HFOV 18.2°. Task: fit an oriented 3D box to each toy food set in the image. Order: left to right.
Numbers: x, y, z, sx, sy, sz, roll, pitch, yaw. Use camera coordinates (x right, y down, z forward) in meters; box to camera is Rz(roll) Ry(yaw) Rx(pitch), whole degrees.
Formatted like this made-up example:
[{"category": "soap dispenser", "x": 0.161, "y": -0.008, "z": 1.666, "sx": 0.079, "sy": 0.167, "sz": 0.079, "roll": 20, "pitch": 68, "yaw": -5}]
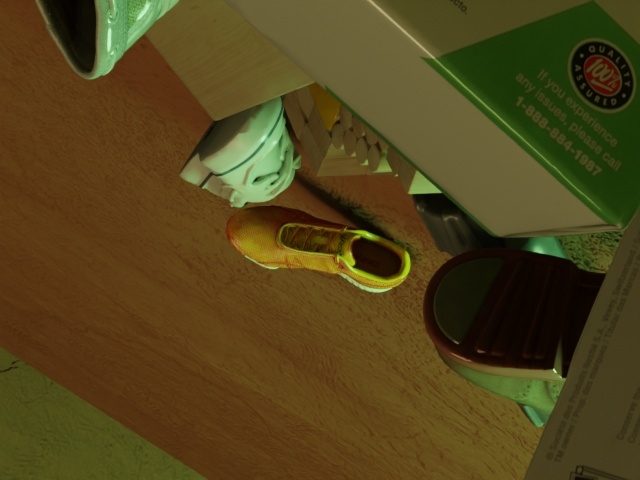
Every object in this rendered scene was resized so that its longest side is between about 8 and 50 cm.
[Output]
[{"category": "toy food set", "x": -0.074, "y": -0.214, "z": 1.457, "sx": 0.219, "sy": 0.092, "sz": 0.306, "roll": 52, "pitch": 158, "yaw": -11}]

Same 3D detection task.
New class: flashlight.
[{"category": "flashlight", "x": 0.161, "y": 0.042, "z": 1.616, "sx": 0.103, "sy": 0.103, "sz": 0.304, "roll": 15, "pitch": 154, "yaw": 37}]

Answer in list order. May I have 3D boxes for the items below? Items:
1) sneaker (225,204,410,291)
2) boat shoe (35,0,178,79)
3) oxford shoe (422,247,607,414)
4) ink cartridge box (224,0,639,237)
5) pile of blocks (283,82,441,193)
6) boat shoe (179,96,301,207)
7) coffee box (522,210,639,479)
[{"category": "sneaker", "x": 0.000, "y": 0.000, "z": 1.834, "sx": 0.175, "sy": 0.064, "sz": 0.067, "roll": 12, "pitch": 163, "yaw": -8}, {"category": "boat shoe", "x": -0.183, "y": -0.251, "z": 1.301, "sx": 0.118, "sy": 0.103, "sz": 0.320, "roll": 11, "pitch": 143, "yaw": 30}, {"category": "oxford shoe", "x": 0.253, "y": 0.091, "z": 1.499, "sx": 0.348, "sy": 0.123, "sz": 0.130, "roll": 16, "pitch": 161, "yaw": 14}, {"category": "ink cartridge box", "x": 0.109, "y": -0.176, "z": 0.867, "sx": 0.211, "sy": 0.289, "sz": 0.121, "roll": 41, "pitch": 164, "yaw": -14}, {"category": "pile of blocks", "x": 0.098, "y": -0.102, "z": 1.410, "sx": 0.113, "sy": 0.149, "sz": 0.362, "roll": -3, "pitch": -169, "yaw": -26}, {"category": "boat shoe", "x": -0.057, "y": -0.078, "z": 1.753, "sx": 0.084, "sy": 0.095, "sz": 0.258, "roll": 34, "pitch": 173, "yaw": -8}, {"category": "coffee box", "x": 0.349, "y": 0.181, "z": 1.138, "sx": 0.338, "sy": 0.337, "sz": 0.334, "roll": 15, "pitch": 168, "yaw": 47}]
